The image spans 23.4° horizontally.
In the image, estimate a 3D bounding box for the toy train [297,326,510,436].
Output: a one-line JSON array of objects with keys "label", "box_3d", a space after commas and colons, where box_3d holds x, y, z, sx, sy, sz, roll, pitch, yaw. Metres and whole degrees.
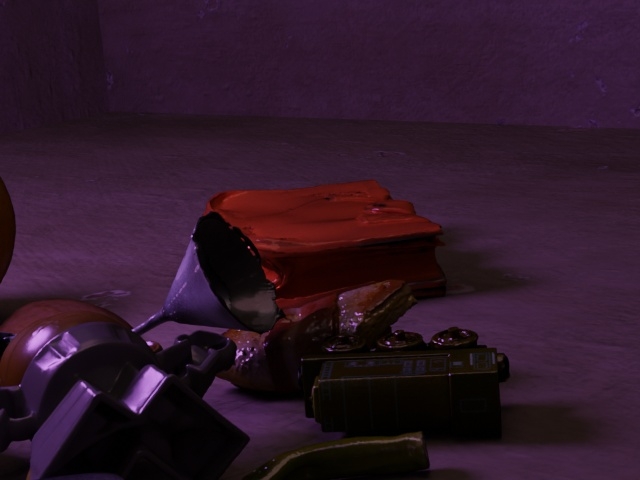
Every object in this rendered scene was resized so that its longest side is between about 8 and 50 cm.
[{"label": "toy train", "box_3d": [0.085, 0.150, 1.609, 0.225, 0.090, 0.137, -4, 16, 6]}]

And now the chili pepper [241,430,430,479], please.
[{"label": "chili pepper", "box_3d": [0.007, 0.213, 1.460, 0.201, 0.050, 0.052, -10, -23, -14]}]

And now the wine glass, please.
[{"label": "wine glass", "box_3d": [-0.179, 0.088, 1.730, 0.232, 0.156, 0.156, -31, 3, 22]}]

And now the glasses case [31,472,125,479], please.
[{"label": "glasses case", "box_3d": [-0.311, 0.262, 1.293, 0.323, 0.074, 0.131, -8, 11, -12]}]

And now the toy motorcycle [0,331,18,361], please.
[{"label": "toy motorcycle", "box_3d": [-0.463, 0.146, 1.810, 0.204, 0.108, 0.239, -27, -36, 31]}]

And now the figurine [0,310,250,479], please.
[{"label": "figurine", "box_3d": [-0.229, 0.157, 1.531, 0.342, 0.167, 0.285, 11, 10, -34]}]

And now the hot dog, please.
[{"label": "hot dog", "box_3d": [-0.007, 0.123, 1.766, 0.261, 0.093, 0.123, -17, 17, 19]}]

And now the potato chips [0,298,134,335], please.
[{"label": "potato chips", "box_3d": [-0.341, 0.113, 2.024, 0.195, 0.062, 0.208, -4, 10, -3]}]

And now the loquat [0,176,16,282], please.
[{"label": "loquat", "box_3d": [-0.594, 0.001, 2.130, 0.328, 0.328, 0.359, -12, -30, -28]}]

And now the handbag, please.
[{"label": "handbag", "box_3d": [0.000, 0.000, 2.261, 0.303, 0.116, 0.410, -8, 13, -11]}]
